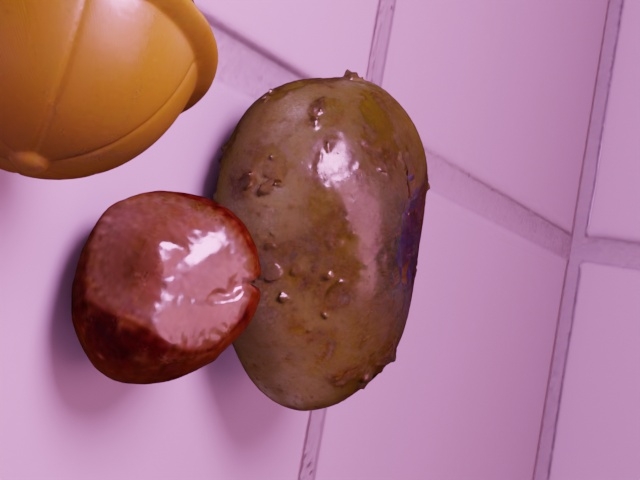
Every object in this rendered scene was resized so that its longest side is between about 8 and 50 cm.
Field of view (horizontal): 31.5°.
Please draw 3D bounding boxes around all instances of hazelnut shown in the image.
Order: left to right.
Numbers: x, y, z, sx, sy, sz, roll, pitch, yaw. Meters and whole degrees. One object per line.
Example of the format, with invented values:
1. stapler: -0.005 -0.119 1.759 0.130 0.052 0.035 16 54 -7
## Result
1. hazelnut: -0.119 0.036 0.851 0.154 0.143 0.143 -61 147 -22

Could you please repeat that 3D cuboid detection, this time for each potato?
1. potato: 0.000 0.000 1.017 0.210 0.173 0.307 -10 103 -64

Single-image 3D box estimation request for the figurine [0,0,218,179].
1. figurine: -0.167 -0.161 0.658 0.167 0.192 0.257 -13 86 -35
